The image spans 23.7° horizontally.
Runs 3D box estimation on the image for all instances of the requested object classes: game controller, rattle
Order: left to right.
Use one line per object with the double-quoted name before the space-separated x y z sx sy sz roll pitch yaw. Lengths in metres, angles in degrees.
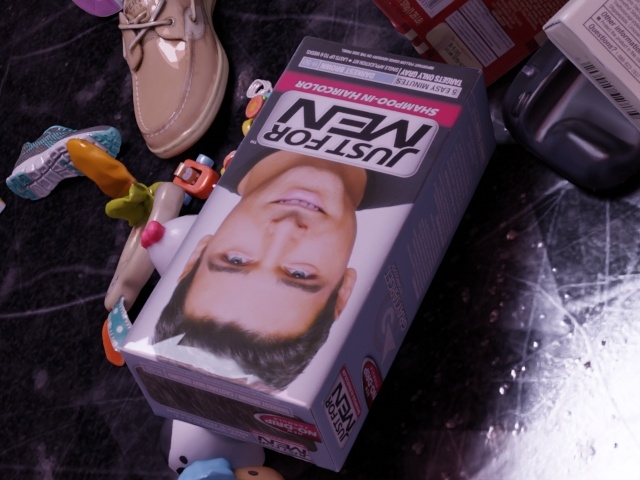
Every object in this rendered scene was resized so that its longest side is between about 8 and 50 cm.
"rattle" -0.231 0.013 1.607 0.130 0.143 0.199 19 81 60
"game controller" 0.306 -0.190 1.371 0.319 0.067 0.166 -50 58 3

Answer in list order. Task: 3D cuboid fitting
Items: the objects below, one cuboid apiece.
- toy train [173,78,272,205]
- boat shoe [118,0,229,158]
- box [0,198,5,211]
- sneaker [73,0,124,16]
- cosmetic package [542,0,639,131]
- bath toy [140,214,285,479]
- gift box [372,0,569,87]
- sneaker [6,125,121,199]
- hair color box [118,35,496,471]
"toy train" -0.098 -0.108 1.651 0.125 0.046 0.166 29 83 46
"boat shoe" -0.186 -0.242 1.759 0.121 0.110 0.341 -28 46 25
"box" -0.587 -0.108 1.841 0.168 0.345 0.215 -49 44 3
"sneaker" -0.225 -0.390 1.917 0.236 0.095 0.104 -35 38 18
"cosmetic package" 0.350 -0.230 1.248 0.309 0.160 0.113 -43 3 2
"bath toy" -0.106 0.106 1.458 0.151 0.129 0.348 -30 47 22
"gift box" 0.106 -0.323 1.474 0.276 0.255 0.258 -34 48 9
"sneaker" -0.306 -0.112 1.818 0.166 0.065 0.076 -19 48 28
"hair color box" 0.000 0.000 1.358 0.185 0.113 0.374 14 58 24
